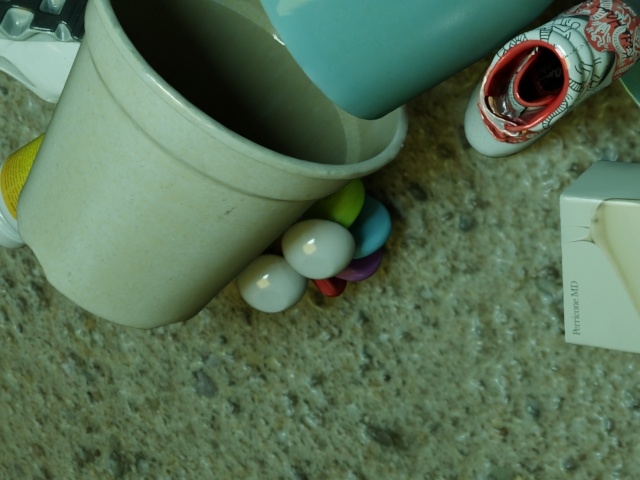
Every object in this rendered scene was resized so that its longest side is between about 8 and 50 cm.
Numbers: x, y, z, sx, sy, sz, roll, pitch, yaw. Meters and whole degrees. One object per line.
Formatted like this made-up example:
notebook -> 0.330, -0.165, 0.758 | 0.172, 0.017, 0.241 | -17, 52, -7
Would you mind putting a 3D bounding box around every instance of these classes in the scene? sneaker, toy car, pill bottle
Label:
sneaker -> -0.246, -0.207, 1.750 | 0.330, 0.122, 0.146 | 19, 147, 10
toy car -> 0.000, 0.000, 1.678 | 0.136, 0.159, 0.182 | 31, 132, -26
sneaker -> 0.179, -0.134, 1.461 | 0.090, 0.145, 0.270 | 58, 143, 3
pill bottle -> -0.300, -0.066, 1.833 | 0.208, 0.117, 0.117 | -27, 95, 37

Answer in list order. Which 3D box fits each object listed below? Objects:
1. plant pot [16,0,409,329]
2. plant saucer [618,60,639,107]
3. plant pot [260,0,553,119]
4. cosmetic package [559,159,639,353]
plant pot -> -0.136, -0.089, 1.541 | 0.334, 0.334, 0.305 | 44, 124, 8
plant saucer -> 0.392, -0.221, 1.387 | 0.317, 0.044, 0.317 | 12, 116, 27
plant pot -> 0.092, -0.286, 1.403 | 0.235, 0.293, 0.293 | -23, 98, 25
cosmetic package -> 0.385, 0.025, 1.457 | 0.309, 0.113, 0.160 | 5, 113, 29
